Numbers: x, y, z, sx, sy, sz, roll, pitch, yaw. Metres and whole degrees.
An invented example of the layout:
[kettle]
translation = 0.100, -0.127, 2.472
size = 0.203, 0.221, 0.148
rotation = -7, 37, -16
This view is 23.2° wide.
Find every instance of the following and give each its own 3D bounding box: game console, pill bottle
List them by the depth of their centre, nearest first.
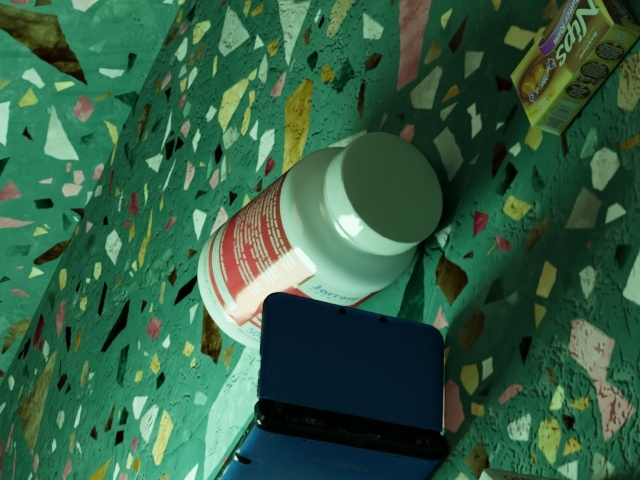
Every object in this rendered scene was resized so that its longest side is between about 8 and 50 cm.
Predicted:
[game console]
translation = 0.014, 0.237, 2.143
size = 0.250, 0.293, 0.173
rotation = -58, 32, 32
[pill bottle]
translation = 0.000, 0.000, 2.340
size = 0.407, 0.229, 0.229
rotation = -37, 47, 51

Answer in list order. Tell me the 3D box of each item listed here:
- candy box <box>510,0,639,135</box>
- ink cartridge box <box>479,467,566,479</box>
[candy box]
translation = 0.331, -0.242, 2.027
size = 0.187, 0.053, 0.109
rotation = -55, 34, 36
[ink cartridge box]
translation = 0.280, 0.352, 1.743
size = 0.219, 0.160, 0.093
rotation = 40, 113, 60
